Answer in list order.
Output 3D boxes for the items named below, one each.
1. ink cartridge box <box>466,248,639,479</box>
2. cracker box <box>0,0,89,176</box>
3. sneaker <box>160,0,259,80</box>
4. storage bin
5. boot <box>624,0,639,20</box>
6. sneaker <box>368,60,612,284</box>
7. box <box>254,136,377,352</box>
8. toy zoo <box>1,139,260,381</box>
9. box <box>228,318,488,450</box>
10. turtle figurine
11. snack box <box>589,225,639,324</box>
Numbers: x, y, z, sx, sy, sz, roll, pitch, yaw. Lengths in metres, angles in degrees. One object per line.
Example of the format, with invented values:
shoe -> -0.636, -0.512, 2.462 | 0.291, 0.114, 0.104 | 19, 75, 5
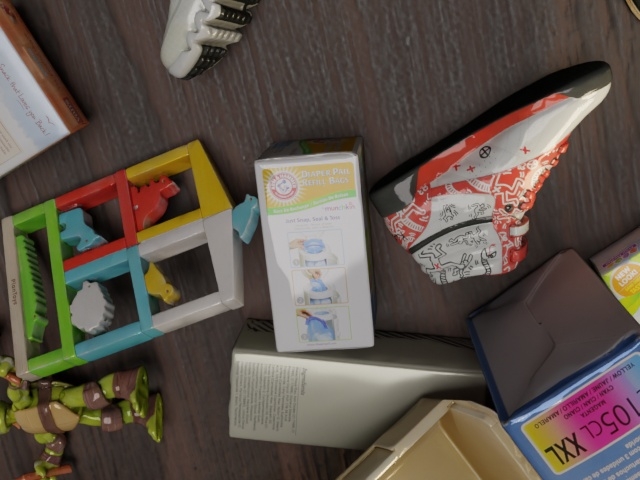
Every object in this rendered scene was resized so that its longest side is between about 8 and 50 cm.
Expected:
ink cartridge box -> 0.327, 0.231, 0.837 | 0.151, 0.270, 0.395 | -37, 100, 12
cracker box -> -0.383, -0.127, 0.870 | 0.232, 0.067, 0.155 | -28, 103, 12
sneaker -> -0.105, -0.302, 0.815 | 0.118, 0.110, 0.292 | 21, 98, 6
storage bin -> 0.113, 0.327, 0.792 | 0.262, 0.123, 0.260 | -39, 96, -20
boot -> 0.321, -0.245, 0.772 | 0.198, 0.137, 0.077 | 35, 106, -6
sneaker -> 0.198, -0.059, 0.862 | 0.270, 0.090, 0.145 | -31, 102, 16
box -> 0.000, 0.000, 0.879 | 0.103, 0.114, 0.203 | -4, 107, 7
toy zoo -> -0.195, 0.013, 0.885 | 0.293, 0.030, 0.192 | -21, 64, 9
box -> 0.040, 0.163, 0.934 | 0.275, 0.094, 0.113 | 6, 107, 3
turtle figurine -> -0.299, 0.205, 0.979 | 0.217, 0.087, 0.269 | -6, 128, 2
snack box -> 0.418, 0.061, 0.887 | 0.174, 0.070, 0.207 | -36, 98, 13
